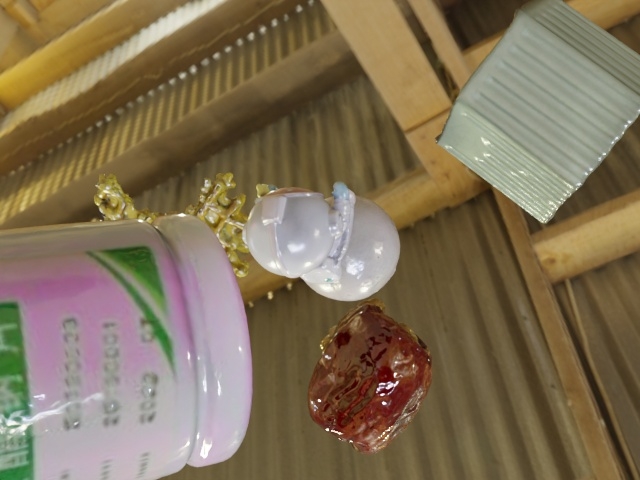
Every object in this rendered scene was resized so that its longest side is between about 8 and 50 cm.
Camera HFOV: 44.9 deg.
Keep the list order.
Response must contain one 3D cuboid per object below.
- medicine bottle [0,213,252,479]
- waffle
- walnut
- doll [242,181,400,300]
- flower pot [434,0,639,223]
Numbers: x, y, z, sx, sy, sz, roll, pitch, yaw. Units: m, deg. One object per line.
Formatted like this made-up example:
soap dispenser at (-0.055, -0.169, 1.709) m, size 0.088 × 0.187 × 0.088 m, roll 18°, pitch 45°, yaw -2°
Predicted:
medicine bottle at (-0.234, 0.095, 0.574) m, size 0.326 × 0.212 × 0.212 m, roll -6°, pitch -152°, yaw -27°
waffle at (-0.271, -0.001, 1.420) m, size 0.293 × 0.259 × 0.069 m, roll -2°, pitch -153°, yaw 6°
walnut at (0.076, 0.254, 1.466) m, size 0.244 × 0.222 × 0.269 m, roll 37°, pitch -83°, yaw 34°
doll at (0.000, 0.000, 0.955) m, size 0.151 × 0.287 × 0.150 m, roll -3°, pitch -98°, yaw 24°
flower pot at (0.288, -0.166, 0.982) m, size 0.190 × 0.239 × 0.209 m, roll 39°, pitch -108°, yaw 11°
